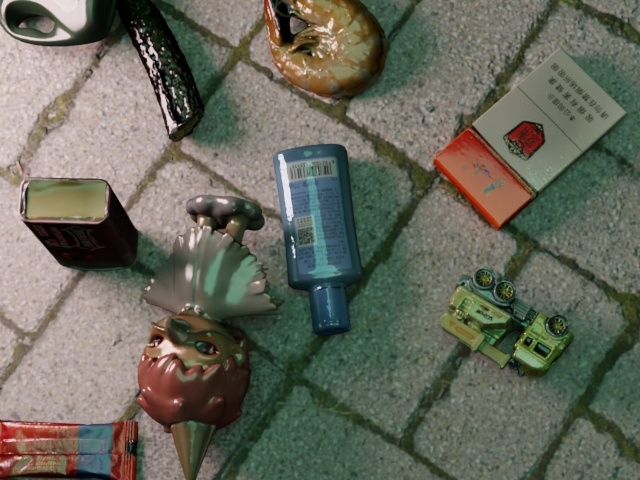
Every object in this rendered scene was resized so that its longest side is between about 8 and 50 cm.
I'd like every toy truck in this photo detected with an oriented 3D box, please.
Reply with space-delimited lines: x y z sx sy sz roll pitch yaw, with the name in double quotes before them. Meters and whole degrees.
"toy truck" 0.240 0.117 1.860 0.169 0.077 0.100 34 76 9

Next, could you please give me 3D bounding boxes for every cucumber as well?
"cucumber" -0.225 -0.258 1.982 0.067 0.067 0.245 -21 75 -4

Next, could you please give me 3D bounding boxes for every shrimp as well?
"shrimp" -0.031 -0.315 1.997 0.287 0.063 0.152 43 92 10

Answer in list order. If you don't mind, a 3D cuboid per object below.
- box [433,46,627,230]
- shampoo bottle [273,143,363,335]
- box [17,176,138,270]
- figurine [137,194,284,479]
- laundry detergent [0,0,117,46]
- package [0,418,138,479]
"box" 0.289 -0.141 1.948 0.245 0.035 0.139 -40 78 -9
"shampoo bottle" 0.000 0.000 1.906 0.104 0.061 0.258 -7 75 -1
"box" -0.312 -0.021 1.840 0.120 0.224 0.069 2 74 1
"figurine" -0.163 0.133 1.825 0.207 0.166 0.387 6 71 21
"laundry detergent" -0.401 -0.344 1.995 0.221 0.078 0.144 2 79 16
"package" -0.342 0.279 1.864 0.200 0.022 0.083 1 76 1
